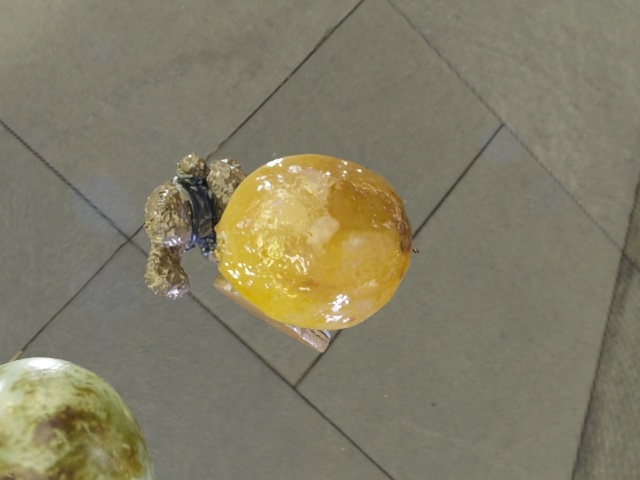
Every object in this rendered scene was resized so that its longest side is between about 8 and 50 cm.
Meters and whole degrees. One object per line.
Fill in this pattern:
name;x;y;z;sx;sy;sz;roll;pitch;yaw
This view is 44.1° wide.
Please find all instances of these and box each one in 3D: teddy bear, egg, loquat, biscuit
teddy bear;-0.198;-0.040;1.188;0.129;0.181;0.251;20;37;22
egg;-0.352;0.288;1.037;0.289;0.238;0.238;42;69;-8
loquat;0.000;0.000;0.873;0.234;0.176;0.187;5;99;-14
biscuit;-0.066;0.097;1.158;0.049;0.181;0.208;-58;147;-8
